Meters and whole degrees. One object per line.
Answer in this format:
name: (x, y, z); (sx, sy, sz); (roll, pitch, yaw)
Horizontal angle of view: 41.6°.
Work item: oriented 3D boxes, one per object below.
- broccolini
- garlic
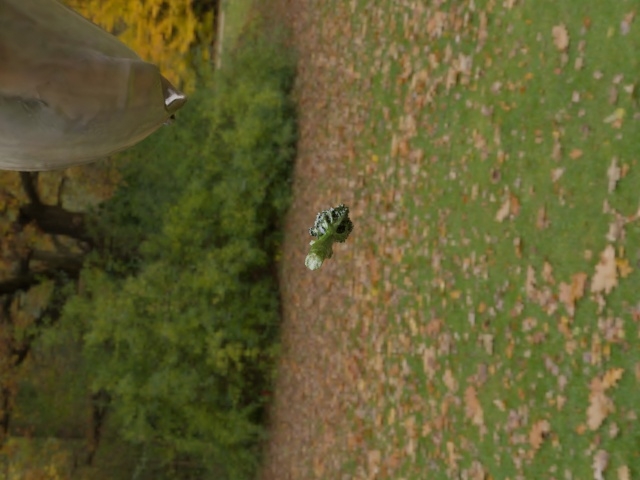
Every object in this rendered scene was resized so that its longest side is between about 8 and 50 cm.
broccolini: (0.000, -0.003, 1.189); (0.067, 0.058, 0.216); (-57, -3, 20)
garlic: (-0.176, -0.092, 0.456); (0.101, 0.195, 0.087); (-67, 9, -15)
